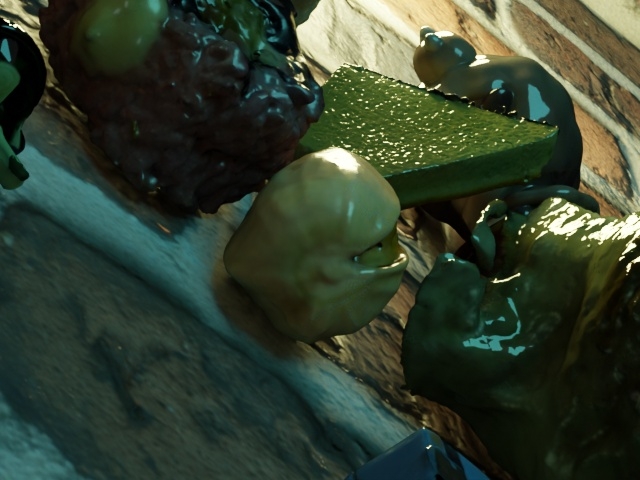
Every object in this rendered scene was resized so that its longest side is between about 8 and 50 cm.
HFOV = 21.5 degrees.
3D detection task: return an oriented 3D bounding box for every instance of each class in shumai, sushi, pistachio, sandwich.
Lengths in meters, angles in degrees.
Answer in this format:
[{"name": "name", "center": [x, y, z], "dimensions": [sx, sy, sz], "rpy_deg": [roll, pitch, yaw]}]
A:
[{"name": "shumai", "center": [0.260, 0.088, 1.530], "dimensions": [0.348, 0.395, 0.395], "rpy_deg": [28, 15, 27]}, {"name": "sushi", "center": [-0.122, -0.162, 1.497], "dimensions": [0.237, 0.171, 0.270], "rpy_deg": [17, 38, -48]}, {"name": "pistachio", "center": [0.000, 0.000, 1.469], "dimensions": [0.157, 0.157, 0.229], "rpy_deg": [41, 19, -7]}, {"name": "sandwich", "center": [0.080, -0.077, 1.654], "dimensions": [0.245, 0.063, 0.212], "rpy_deg": [18, 38, 22]}]

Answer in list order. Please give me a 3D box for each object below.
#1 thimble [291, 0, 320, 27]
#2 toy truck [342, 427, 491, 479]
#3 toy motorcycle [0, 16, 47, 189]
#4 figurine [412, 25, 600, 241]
[{"name": "thimble", "center": [-0.057, -0.328, 1.740], "dimensions": [0.195, 0.291, 0.291], "rpy_deg": [37, 23, -4]}, {"name": "toy truck", "center": [0.093, 0.303, 1.067], "dimensions": [0.162, 0.161, 0.385], "rpy_deg": [40, 20, -34]}, {"name": "toy motorcycle", "center": [-0.331, -0.137, 1.110], "dimensions": [0.331, 0.196, 0.125], "rpy_deg": [41, 15, -41]}, {"name": "figurine", "center": [0.215, -0.059, 1.801], "dimensions": [0.380, 0.203, 0.248], "rpy_deg": [56, -9, 41]}]
